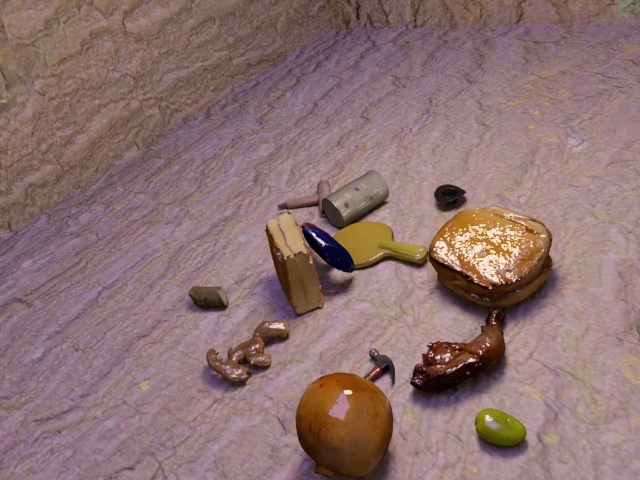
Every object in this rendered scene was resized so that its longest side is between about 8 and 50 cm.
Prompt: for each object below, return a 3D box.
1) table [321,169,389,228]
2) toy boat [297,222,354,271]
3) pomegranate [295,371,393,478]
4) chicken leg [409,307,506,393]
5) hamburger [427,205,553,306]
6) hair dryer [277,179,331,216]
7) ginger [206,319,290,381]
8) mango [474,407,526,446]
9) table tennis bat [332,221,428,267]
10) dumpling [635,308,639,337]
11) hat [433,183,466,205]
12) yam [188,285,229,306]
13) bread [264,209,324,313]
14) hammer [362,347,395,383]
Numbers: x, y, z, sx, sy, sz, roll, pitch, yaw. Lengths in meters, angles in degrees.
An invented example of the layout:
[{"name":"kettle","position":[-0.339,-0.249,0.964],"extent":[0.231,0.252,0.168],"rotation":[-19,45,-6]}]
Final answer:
[{"name":"table","position":[0.126,-0.149,1.963],"extent":[0.220,0.126,0.126],"rotation":[-33,38,-22]},{"name":"toy boat","position":[-0.009,-0.008,1.712],"extent":[0.072,0.219,0.318],"rotation":[-46,48,1]},{"name":"pomegranate","position":[0.053,0.398,1.189],"extent":[0.233,0.233,0.233],"rotation":[-12,36,9]},{"name":"chicken leg","position":[0.358,0.277,1.347],"extent":[0.323,0.082,0.177],"rotation":[-26,22,-7]},{"name":"hamburger","position":[0.470,0.042,1.520],"extent":[0.284,0.174,0.305],"rotation":[-36,39,-20]},{"name":"hair dryer","position":[-0.063,-0.142,2.095],"extent":[0.221,0.053,0.195],"rotation":[-15,36,6]},{"name":"ginger","position":[-0.189,0.316,1.542],"extent":[0.259,0.065,0.149],"rotation":[-23,48,-17]},{"name":"mango","position":[0.389,0.406,1.173],"extent":[0.108,0.056,0.073],"rotation":[4,47,23]},{"name":"table tennis bat","position":[0.185,0.020,1.781],"extent":[0.369,0.054,0.224],"rotation":[9,46,37]},{"name":"dumpling","position":[0.827,0.199,1.224],"extent":[0.108,0.152,0.219],"rotation":[-2,45,-20]},{"name":"hat","position":[0.450,-0.150,1.888],"extent":[0.121,0.050,0.121],"rotation":[-11,32,7]},{"name":"yam","position":[-0.371,0.185,1.779],"extent":[0.147,0.069,0.069],"rotation":[-2,39,19]},{"name":"bread","position":[-0.083,0.067,1.663],"extent":[0.111,0.245,0.239],"rotation":[-19,36,-10]},{"name":"hammer","position":[0.074,0.385,1.356],"extent":[0.288,0.033,0.111],"rotation":[-36,39,-23]}]
